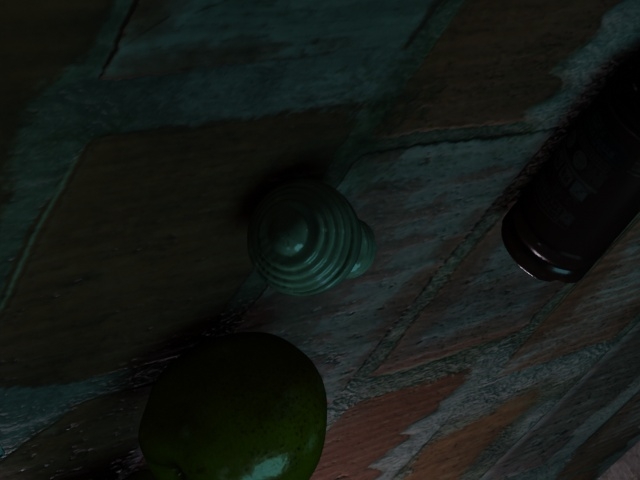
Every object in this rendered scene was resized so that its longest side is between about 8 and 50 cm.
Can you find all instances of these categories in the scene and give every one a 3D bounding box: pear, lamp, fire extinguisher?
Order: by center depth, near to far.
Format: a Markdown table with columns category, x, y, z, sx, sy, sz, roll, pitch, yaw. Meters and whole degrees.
| category | x | y | z | sx | sy | sz | roll | pitch | yaw |
| --- | --- | --- | --- | --- | --- | --- | --- | --- | --- |
| lamp | 0.000 | 0.000 | 1.396 | 0.106 | 0.106 | 0.193 | -38 | 166 | 13 |
| pear | -0.086 | 0.190 | 1.547 | 0.198 | 0.198 | 0.198 | -27 | 157 | -13 |
| fire extinguisher | 0.318 | -0.086 | 1.583 | 0.114 | 0.135 | 0.337 | 3 | 141 | -26 |

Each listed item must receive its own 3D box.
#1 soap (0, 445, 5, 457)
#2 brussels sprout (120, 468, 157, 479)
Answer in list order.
| category | x | y | z | sx | sy | sz | roll | pitch | yaw |
| --- | --- | --- | --- | --- | --- | --- | --- | --- | --- |
| soap | -0.383 | 0.186 | 1.290 | 0.198 | 0.063 | 0.114 | -27 | 145 | -14 |
| brussels sprout | -0.232 | 0.403 | 1.725 | 0.259 | 0.227 | 0.294 | 93 | 21 | -57 |
